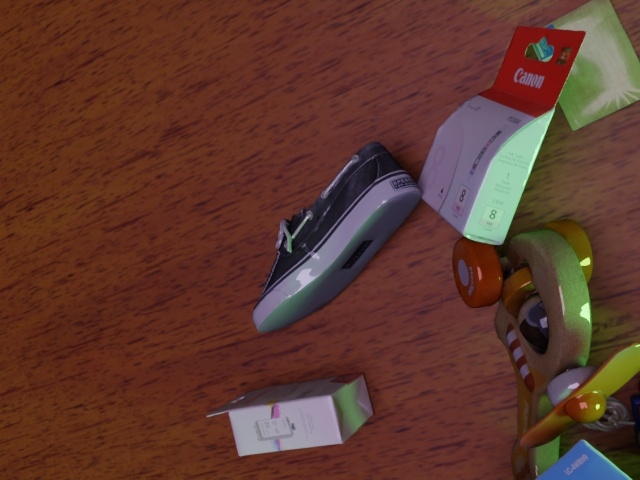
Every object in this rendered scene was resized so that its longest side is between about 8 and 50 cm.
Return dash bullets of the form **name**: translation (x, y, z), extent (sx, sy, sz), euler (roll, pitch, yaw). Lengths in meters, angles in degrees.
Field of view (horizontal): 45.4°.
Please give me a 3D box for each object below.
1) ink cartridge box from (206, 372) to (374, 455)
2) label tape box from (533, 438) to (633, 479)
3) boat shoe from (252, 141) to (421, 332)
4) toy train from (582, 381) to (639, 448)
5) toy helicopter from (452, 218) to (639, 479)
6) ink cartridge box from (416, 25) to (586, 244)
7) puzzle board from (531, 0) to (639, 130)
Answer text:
- **ink cartridge box**: translation (-0.042, 0.238, 1.043), extent (0.198, 0.115, 0.067), euler (-13, 90, 26)
- **label tape box**: translation (0.362, 0.331, 0.767), extent (0.348, 0.115, 0.249), euler (37, 137, 13)
- **boat shoe**: translation (-0.003, 0.000, 0.997), extent (0.306, 0.113, 0.105), euler (-51, 60, 34)
- **toy train**: translation (0.370, 0.215, 0.838), extent (0.248, 0.143, 0.105), euler (-7, 92, 25)
- **toy helicopter**: translation (0.257, 0.162, 0.858), extent (0.140, 0.235, 0.355), euler (-9, 113, -10)
- **ink cartridge box**: translation (0.191, -0.131, 0.863), extent (0.066, 0.189, 0.232), euler (12, 105, -12)
- **puzzle board**: translation (0.313, -0.206, 0.891), extent (0.096, 0.011, 0.128), euler (-26, 84, 26)
